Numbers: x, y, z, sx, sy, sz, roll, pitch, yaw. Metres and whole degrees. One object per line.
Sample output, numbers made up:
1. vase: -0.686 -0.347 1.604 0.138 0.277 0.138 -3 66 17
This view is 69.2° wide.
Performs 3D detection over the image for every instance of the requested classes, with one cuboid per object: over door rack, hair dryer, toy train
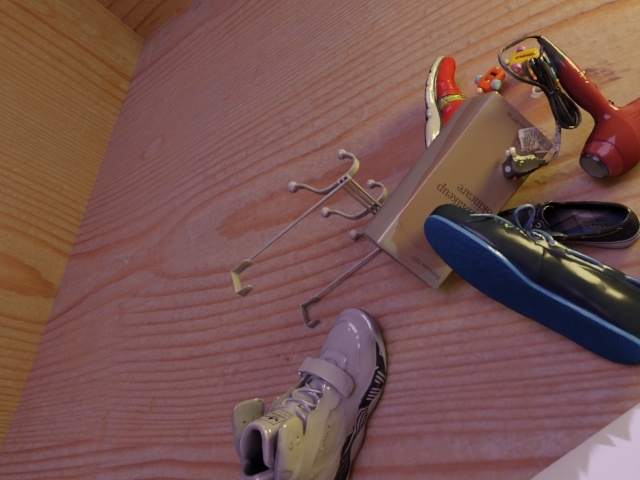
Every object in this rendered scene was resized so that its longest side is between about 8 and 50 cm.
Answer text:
1. over door rack: 0.000 0.000 0.914 0.324 0.239 0.108 -47 46 8
2. hair dryer: 0.422 -0.205 0.702 0.080 0.294 0.223 -109 16 -80
3. toy train: 0.390 -0.312 0.899 0.125 0.046 0.166 -50 41 0

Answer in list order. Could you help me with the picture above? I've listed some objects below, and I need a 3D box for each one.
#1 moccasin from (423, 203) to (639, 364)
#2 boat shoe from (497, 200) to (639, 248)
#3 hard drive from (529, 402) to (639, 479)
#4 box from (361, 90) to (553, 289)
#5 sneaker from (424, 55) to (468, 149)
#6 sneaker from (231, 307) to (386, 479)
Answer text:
1. moccasin: 0.317 0.042 0.680 0.342 0.137 0.117 36 69 19
2. boat shoe: 0.366 -0.029 0.729 0.229 0.076 0.080 8 71 43
3. hard drive: 0.401 0.358 0.494 0.203 0.040 0.307 -44 44 12
4. box: 0.229 -0.085 0.810 0.311 0.148 0.121 -54 11 4
5. sneaker: 0.279 -0.260 0.950 0.118 0.107 0.279 -3 66 20
6. sneaker: -0.015 0.271 0.786 0.137 0.210 0.365 4 68 42
